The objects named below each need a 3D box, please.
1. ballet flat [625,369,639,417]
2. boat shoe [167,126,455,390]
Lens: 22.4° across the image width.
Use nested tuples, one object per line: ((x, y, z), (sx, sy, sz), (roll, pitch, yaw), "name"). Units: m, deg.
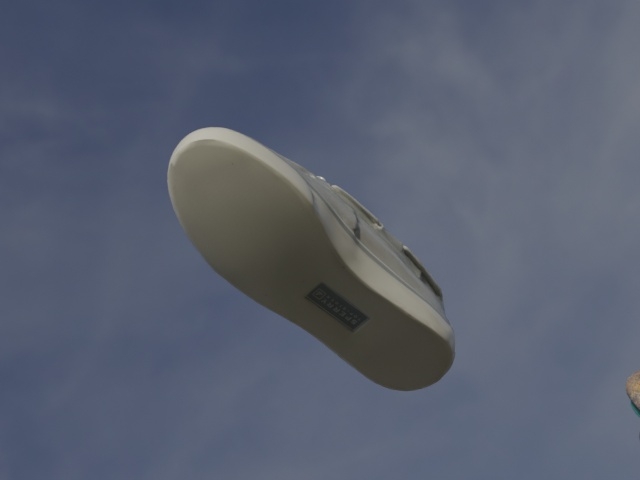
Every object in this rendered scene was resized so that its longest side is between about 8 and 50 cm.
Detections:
((0.363, 0.140, 1.195), (0.107, 0.316, 0.106), (-14, -57, -39), "ballet flat")
((0.000, 0.000, 0.805), (0.184, 0.063, 0.066), (35, -60, -21), "boat shoe")
